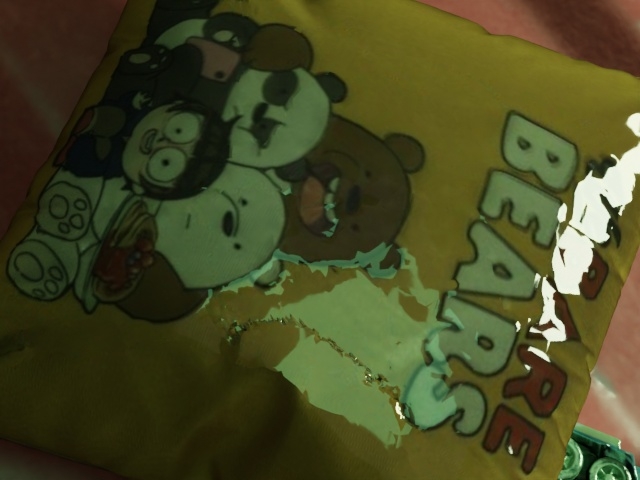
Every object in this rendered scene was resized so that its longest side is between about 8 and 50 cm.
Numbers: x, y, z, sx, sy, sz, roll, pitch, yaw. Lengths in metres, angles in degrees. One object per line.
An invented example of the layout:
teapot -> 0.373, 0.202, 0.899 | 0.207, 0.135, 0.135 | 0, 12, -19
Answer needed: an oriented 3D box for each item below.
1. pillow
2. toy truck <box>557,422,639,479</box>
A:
pillow -> 0.000, 0.000, 0.569 | 0.312, 0.119, 0.310 | 21, 65, 6
toy truck -> 0.169, 0.113, 0.600 | 0.175, 0.067, 0.081 | 21, 62, 0
